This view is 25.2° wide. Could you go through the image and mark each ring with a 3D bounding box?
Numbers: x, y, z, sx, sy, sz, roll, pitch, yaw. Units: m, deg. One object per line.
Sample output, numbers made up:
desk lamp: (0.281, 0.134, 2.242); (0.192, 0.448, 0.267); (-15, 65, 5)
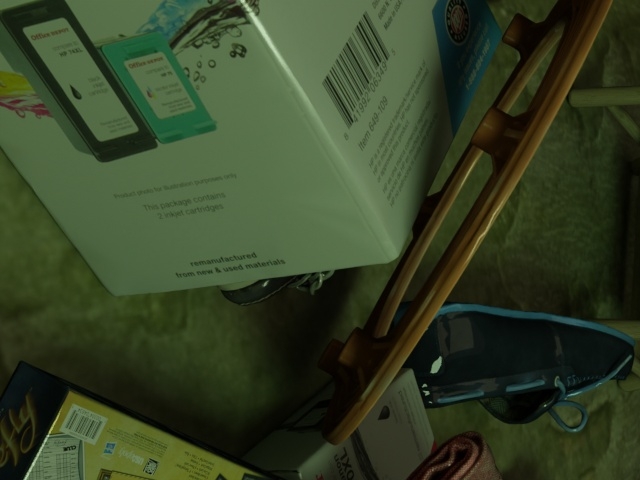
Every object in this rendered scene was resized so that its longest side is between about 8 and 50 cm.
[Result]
ring: (0.079, -0.035, 0.830); (0.032, 0.336, 0.336); (30, 48, 0)

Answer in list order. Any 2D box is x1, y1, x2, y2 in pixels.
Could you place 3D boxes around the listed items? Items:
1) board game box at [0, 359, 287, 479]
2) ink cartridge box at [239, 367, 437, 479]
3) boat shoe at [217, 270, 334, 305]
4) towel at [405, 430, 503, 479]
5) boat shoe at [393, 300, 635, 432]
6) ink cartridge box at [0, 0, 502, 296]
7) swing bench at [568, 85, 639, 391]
board game box: (-0.092, 0.177, 0.718); (0.243, 0.042, 0.165); (35, 79, -47)
ink cartridge box: (0.015, 0.161, 0.909); (0.150, 0.063, 0.109); (-34, 111, -53)
boat shoe: (0.000, 0.000, 0.917); (0.206, 0.075, 0.065); (-46, 120, -56)
towel: (0.066, 0.294, 0.859); (0.237, 0.037, 0.329); (-46, 133, -21)
boat shoe: (0.142, 0.099, 1.097); (0.258, 0.109, 0.089); (9, 82, -37)
ink cartridge box: (-0.067, -0.141, 0.742); (0.270, 0.197, 0.198); (58, 41, -30)
swing bench: (0.363, -0.015, 1.281); (0.165, 0.255, 0.253); (36, 55, -46)
